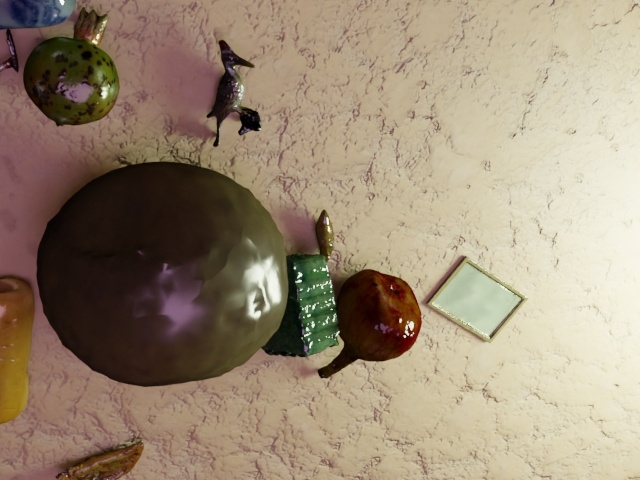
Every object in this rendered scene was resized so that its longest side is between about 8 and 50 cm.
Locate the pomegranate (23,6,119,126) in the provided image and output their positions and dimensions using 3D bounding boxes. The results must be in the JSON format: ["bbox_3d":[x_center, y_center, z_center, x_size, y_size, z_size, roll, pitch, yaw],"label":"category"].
[{"bbox_3d":[-0.409,-0.289,1.670,0.159,0.159,0.205,19,84,-24],"label":"pomegranate"}]

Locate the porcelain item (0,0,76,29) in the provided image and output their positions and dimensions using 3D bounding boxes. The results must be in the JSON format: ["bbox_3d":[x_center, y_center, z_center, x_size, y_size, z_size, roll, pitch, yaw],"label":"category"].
[{"bbox_3d":[-0.500,-0.400,1.597,0.259,0.141,0.141,-17,120,4],"label":"porcelain item"}]

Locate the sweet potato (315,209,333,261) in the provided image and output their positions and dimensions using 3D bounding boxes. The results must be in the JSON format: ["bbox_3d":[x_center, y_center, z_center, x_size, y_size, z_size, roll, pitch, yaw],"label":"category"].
[{"bbox_3d":[0.006,0.002,1.995,0.041,0.038,0.153,10,124,3],"label":"sweet potato"}]

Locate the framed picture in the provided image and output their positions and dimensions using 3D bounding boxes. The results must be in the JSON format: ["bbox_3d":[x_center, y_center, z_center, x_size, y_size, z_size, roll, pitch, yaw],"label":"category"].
[{"bbox_3d":[0.345,0.132,2.173,0.201,0.010,0.136,31,103,-27],"label":"framed picture"}]

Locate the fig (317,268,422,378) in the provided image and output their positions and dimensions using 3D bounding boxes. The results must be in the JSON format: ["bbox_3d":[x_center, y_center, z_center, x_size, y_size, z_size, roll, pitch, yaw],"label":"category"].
[{"bbox_3d":[0.091,0.174,2.070,0.191,0.190,0.290,11,153,-21],"label":"fig"}]

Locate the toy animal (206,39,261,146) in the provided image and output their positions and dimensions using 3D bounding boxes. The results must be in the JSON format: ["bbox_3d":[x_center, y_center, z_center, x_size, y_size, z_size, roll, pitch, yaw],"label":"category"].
[{"bbox_3d":[-0.161,-0.265,1.796,0.105,0.070,0.202,-1,122,5],"label":"toy animal"}]

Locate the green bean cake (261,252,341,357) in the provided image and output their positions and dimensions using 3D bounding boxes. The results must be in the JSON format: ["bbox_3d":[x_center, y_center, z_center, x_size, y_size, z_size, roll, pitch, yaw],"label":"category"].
[{"bbox_3d":[-0.053,0.124,1.987,0.107,0.193,0.208,-13,96,-30],"label":"green bean cake"}]

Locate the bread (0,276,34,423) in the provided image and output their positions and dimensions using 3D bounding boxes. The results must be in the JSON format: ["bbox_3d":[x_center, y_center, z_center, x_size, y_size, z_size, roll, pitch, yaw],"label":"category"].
[{"bbox_3d":[-0.624,0.217,1.893,0.142,0.091,0.305,1,116,-22],"label":"bread"}]

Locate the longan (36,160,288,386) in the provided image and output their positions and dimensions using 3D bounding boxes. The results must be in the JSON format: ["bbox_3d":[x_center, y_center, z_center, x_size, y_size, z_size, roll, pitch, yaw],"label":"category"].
[{"bbox_3d":[-0.272,0.059,1.737,0.436,0.404,0.403,1,116,-14],"label":"longan"}]

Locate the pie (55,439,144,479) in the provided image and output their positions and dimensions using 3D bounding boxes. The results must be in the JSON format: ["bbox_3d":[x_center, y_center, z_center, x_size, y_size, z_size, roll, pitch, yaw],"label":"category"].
[{"bbox_3d":[-0.460,0.483,2.104,0.191,0.033,0.088,-20,127,-12],"label":"pie"}]

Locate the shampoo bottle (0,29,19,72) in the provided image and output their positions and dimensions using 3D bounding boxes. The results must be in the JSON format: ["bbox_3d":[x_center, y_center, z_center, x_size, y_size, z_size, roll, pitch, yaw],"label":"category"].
[{"bbox_3d":[-0.629,-0.253,1.665,0.284,0.071,0.153,-27,118,-4],"label":"shampoo bottle"}]
